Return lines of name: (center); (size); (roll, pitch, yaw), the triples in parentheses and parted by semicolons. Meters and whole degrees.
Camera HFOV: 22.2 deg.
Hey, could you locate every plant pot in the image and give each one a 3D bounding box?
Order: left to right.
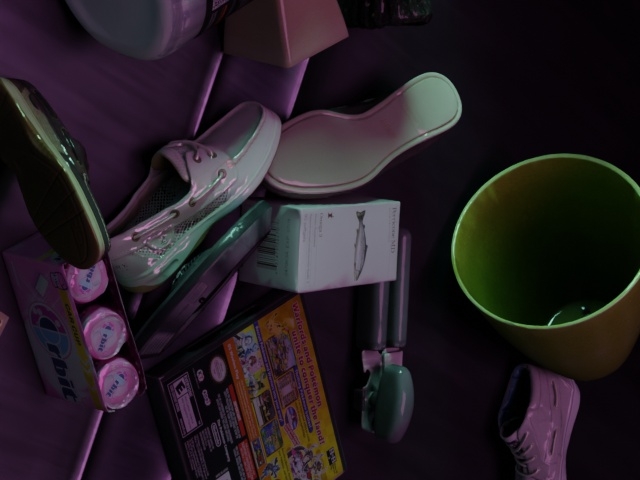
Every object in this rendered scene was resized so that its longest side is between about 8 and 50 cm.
plant pot: (-0.046, -0.272, 1.886); (0.109, 0.109, 0.096); (-33, 126, -38)
plant pot: (0.353, 0.071, 2.297); (0.275, 0.274, 0.293); (-60, 148, -20)

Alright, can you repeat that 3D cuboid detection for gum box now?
gum box: (-0.260, 0.090, 1.738); (0.062, 0.107, 0.188); (-33, 120, -38)

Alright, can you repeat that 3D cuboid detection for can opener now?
can opener: (0.093, 0.122, 2.136); (0.074, 0.093, 0.280); (-4, 96, -45)

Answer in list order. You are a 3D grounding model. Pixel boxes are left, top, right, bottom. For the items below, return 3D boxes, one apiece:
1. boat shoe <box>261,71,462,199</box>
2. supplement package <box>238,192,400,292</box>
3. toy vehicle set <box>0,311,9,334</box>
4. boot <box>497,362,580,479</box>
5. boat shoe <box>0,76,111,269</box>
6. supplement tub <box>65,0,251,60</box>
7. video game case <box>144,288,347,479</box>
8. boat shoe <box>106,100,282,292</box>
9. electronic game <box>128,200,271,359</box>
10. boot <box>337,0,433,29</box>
boat shoe: (0.038, -0.117, 2.025); (0.335, 0.095, 0.112); (-25, 84, -37)
supplement package: (0.000, 0.000, 1.996); (0.179, 0.105, 0.105); (-6, 101, -46)
toy vehicle set: (-0.435, 0.156, 1.619); (0.166, 0.035, 0.267); (38, 70, -43)
boot: (0.301, 0.310, 2.396); (0.123, 0.095, 0.258); (22, 73, -40)
boat shoe: (-0.270, -0.076, 1.661); (0.073, 0.080, 0.223); (-23, 76, -50)
supplement tub: (-0.119, -0.341, 1.743); (0.316, 0.193, 0.194); (-38, 123, -35)
video game case: (-0.086, 0.227, 2.002); (0.248, 0.035, 0.275); (-32, 119, -38)
boat shoe: (-0.147, -0.069, 1.834); (0.277, 0.098, 0.096); (-53, 132, -24)
electronic game: (-0.134, 0.044, 1.806); (0.048, 0.229, 0.229); (41, 61, 0)
boot: (0.079, -0.376, 1.884); (0.348, 0.131, 0.260); (-57, 152, -87)
